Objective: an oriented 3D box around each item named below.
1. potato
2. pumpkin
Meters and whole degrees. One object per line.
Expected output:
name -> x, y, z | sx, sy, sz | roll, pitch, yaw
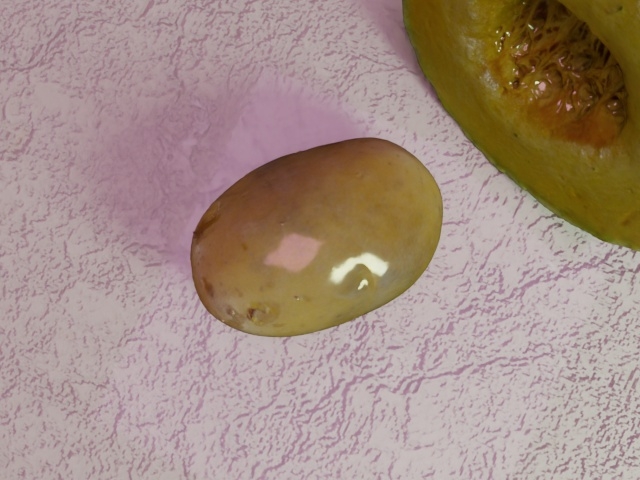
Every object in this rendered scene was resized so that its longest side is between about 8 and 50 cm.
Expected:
potato -> 0.000, 0.000, 0.625 | 0.233, 0.146, 0.150 | -24, 115, -1
pumpkin -> 0.244, -0.172, 0.552 | 0.199, 0.332, 0.332 | -37, 85, -14
